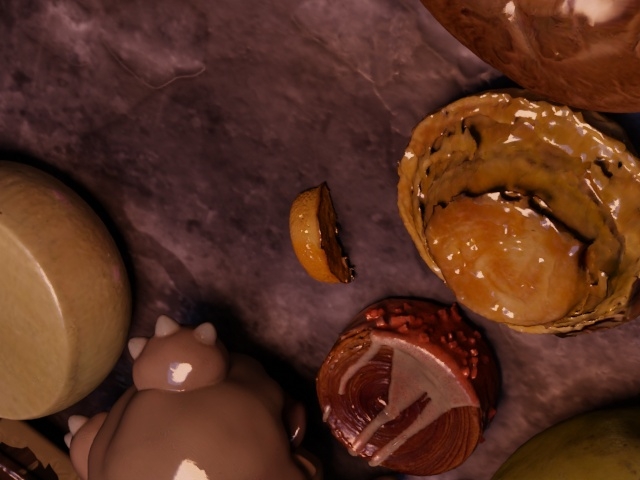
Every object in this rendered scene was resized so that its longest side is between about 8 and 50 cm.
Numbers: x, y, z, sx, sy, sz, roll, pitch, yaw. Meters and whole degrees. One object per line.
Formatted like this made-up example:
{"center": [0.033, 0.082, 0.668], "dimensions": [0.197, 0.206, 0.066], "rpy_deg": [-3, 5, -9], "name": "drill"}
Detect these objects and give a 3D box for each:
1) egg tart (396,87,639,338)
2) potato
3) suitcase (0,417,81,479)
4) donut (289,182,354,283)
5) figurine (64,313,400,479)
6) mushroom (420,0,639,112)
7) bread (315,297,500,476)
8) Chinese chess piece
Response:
{"center": [0.160, -0.007, 1.126], "dimensions": [0.241, 0.106, 0.241], "rpy_deg": [16, 132, 19], "name": "egg tart"}
{"center": [0.211, 0.270, 1.203], "dimensions": [0.216, 0.216, 0.304], "rpy_deg": [37, 117, 2], "name": "potato"}
{"center": [-0.350, 0.327, 1.522], "dimensions": [0.351, 0.194, 0.339], "rpy_deg": [38, 134, 2], "name": "suitcase"}
{"center": [0.000, 0.000, 1.256], "dimensions": [0.038, 0.067, 0.083], "rpy_deg": [-9, 146, 23], "name": "donut"}
{"center": [-0.059, 0.251, 1.323], "dimensions": [0.380, 0.203, 0.248], "rpy_deg": [41, 131, -1], "name": "figurine"}
{"center": [0.169, -0.202, 0.977], "dimensions": [0.278, 0.146, 0.278], "rpy_deg": [28, 147, 20], "name": "mushroom"}
{"center": [0.079, 0.127, 1.266], "dimensions": [0.161, 0.073, 0.160], "rpy_deg": [14, 122, 22], "name": "bread"}
{"center": [-0.294, 0.046, 1.362], "dimensions": [0.250, 0.101, 0.250], "rpy_deg": [16, 123, 26], "name": "Chinese chess piece"}
